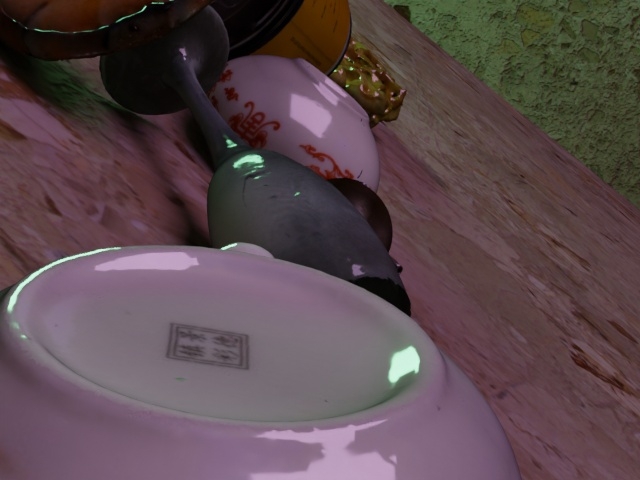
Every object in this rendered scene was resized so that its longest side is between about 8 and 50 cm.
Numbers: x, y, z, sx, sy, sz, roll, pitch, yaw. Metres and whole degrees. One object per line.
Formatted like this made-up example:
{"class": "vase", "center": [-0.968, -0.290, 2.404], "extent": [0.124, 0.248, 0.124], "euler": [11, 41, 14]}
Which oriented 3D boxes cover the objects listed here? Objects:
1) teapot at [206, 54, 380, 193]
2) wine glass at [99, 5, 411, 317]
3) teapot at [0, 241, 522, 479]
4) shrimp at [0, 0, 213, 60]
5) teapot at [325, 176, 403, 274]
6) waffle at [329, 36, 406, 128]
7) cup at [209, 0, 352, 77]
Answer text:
{"class": "teapot", "center": [-0.025, -0.085, 1.020], "extent": [0.159, 0.116, 0.245], "euler": [24, 13, -17]}
{"class": "wine glass", "center": [0.024, -0.082, 0.820], "extent": [0.309, 0.264, 0.096], "euler": [55, -6, 43]}
{"class": "teapot", "center": [-0.038, 0.084, 0.417], "extent": [0.204, 0.139, 0.298], "euler": [8, 19, 3]}
{"class": "shrimp", "center": [-0.150, -0.223, 0.919], "extent": [0.290, 0.222, 0.054], "euler": [48, -19, 45]}
{"class": "teapot", "center": [0.000, 0.000, 0.876], "extent": [0.121, 0.076, 0.068], "euler": [16, 24, 9]}
{"class": "waffle", "center": [-0.029, -0.237, 1.487], "extent": [0.302, 0.068, 0.325], "euler": [35, 17, -18]}
{"class": "cup", "center": [-0.070, -0.225, 1.140], "extent": [0.196, 0.196, 0.280], "euler": [45, 7, 16]}
